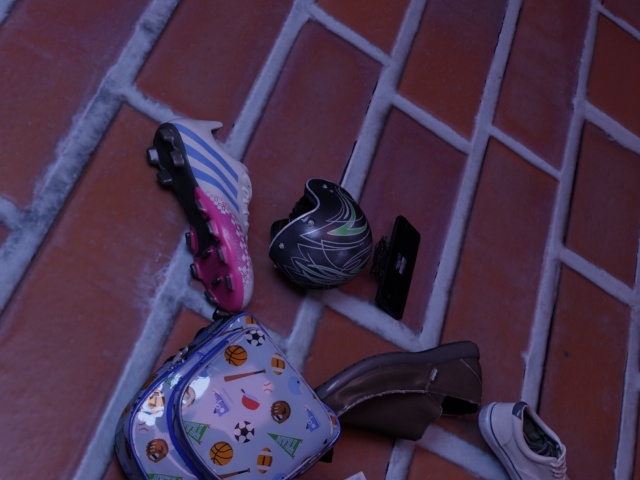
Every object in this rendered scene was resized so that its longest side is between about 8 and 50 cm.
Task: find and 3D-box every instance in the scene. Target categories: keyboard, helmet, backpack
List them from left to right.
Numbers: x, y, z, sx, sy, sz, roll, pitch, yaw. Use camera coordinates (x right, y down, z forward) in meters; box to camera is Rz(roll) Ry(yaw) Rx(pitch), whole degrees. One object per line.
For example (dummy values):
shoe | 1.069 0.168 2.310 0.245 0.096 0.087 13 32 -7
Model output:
backpack | -0.130 0.255 1.355 0.263 0.213 0.276 -39 88 -21
helmet | 0.000 0.000 1.616 0.169 0.169 0.161 20 38 -22
keyboard | 0.121 0.039 1.765 0.100 0.038 0.192 47 44 -33

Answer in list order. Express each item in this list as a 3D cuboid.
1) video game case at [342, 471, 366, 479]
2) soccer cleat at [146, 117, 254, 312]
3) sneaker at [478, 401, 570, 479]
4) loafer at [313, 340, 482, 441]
video game case | 0.025 0.399 1.467 0.122 0.011 0.087 -23 73 -15
soccer cleat | -0.149 -0.051 1.578 0.143 0.116 0.331 -12 71 -36
sneaker | 0.360 0.364 1.658 0.258 0.091 0.094 49 52 -20
loafer | 0.130 0.245 1.575 0.366 0.134 0.130 -8 69 -36
